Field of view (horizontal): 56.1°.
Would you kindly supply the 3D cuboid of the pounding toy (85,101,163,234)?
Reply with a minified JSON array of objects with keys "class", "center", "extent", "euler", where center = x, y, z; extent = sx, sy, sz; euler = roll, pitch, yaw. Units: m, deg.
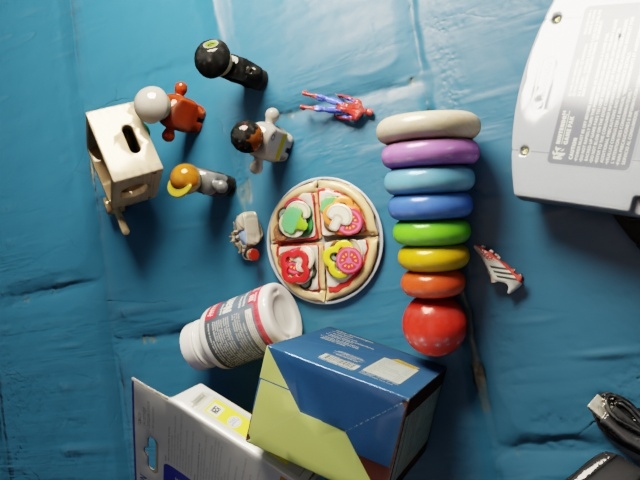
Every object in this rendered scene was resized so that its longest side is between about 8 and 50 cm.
[{"class":"pounding toy","center":[-0.329,-0.105,1.044],"extent":[0.181,0.094,0.206],"euler":[65,155,9]}]

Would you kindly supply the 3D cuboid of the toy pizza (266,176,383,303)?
[{"class":"toy pizza","center":[0.000,0.000,0.941],"extent":[0.201,0.032,0.201],"euler":[0,90,25]}]

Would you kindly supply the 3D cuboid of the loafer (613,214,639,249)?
[{"class":"loafer","center":[0.436,-0.090,0.716],"extent":[0.078,0.080,0.220],"euler":[40,105,19]}]

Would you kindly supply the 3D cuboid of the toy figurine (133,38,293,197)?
[{"class":"toy figurine","center":[-0.170,-0.184,0.956],"extent":[0.213,0.148,0.209],"euler":[-25,79,22]}]

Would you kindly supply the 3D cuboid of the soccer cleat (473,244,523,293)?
[{"class":"soccer cleat","center":[0.242,0.039,0.833],"extent":[0.083,0.029,0.035],"euler":[41,101,14]}]

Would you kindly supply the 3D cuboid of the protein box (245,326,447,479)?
[{"class":"protein box","center":[0.043,0.222,0.826],"extent":[0.200,0.201,0.136],"euler":[16,96,24]}]

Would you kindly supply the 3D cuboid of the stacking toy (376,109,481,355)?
[{"class":"stacking toy","center":[0.152,-0.004,0.823],"extent":[0.141,0.141,0.330],"euler":[-1,93,24]}]

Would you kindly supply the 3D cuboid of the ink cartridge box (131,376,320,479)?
[{"class":"ink cartridge box","center":[-0.158,0.373,0.933],"extent":[0.307,0.072,0.303],"euler":[27,126,23]}]

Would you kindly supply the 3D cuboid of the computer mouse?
[{"class":"computer mouse","center":[0.346,0.345,0.759],"extent":[0.188,0.072,0.272],"euler":[43,106,18]}]

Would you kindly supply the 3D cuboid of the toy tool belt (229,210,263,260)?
[{"class":"toy tool belt","center":[-0.124,-0.005,0.994],"extent":[0.051,0.052,0.083],"euler":[-18,78,55]}]

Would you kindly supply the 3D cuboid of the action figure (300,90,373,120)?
[{"class":"action figure","center":[0.027,-0.209,0.932],"extent":[0.115,0.030,0.038],"euler":[15,101,19]}]

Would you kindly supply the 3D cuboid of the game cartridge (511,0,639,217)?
[{"class":"game cartridge","center":[0.347,-0.184,0.740],"extent":[0.198,0.062,0.297],"euler":[15,92,47]}]

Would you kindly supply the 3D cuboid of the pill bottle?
[{"class":"pill bottle","center":[-0.130,0.145,0.957],"extent":[0.180,0.108,0.108],"euler":[-23,81,22]}]
